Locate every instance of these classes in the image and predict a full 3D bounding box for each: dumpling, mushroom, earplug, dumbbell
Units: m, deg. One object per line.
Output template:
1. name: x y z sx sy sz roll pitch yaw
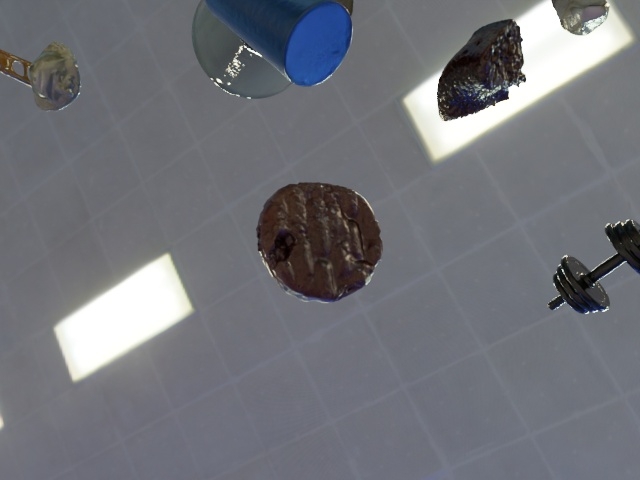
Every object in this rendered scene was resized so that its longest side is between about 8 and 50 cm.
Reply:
1. dumpling: -0.334 -0.204 0.810 0.057 0.052 0.076 23 -107 27
2. mushroom: 0.385 -0.343 0.941 0.084 0.209 0.071 0 -59 17
3. earplug: -0.088 -0.363 1.016 0.273 0.132 0.132 42 -76 31
4. dumbbell: 0.421 0.040 0.949 0.208 0.099 0.099 -45 -110 30

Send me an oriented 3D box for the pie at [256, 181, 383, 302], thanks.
1. pie: 0.000 0.000 0.720 0.038 0.153 0.154 -39 -112 57

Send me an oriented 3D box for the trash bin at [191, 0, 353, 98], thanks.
1. trash bin: -0.115 -0.457 1.352 0.280 0.432 0.281 -2 -84 -16

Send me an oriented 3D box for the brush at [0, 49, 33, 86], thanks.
1. brush: -0.518 -0.284 0.921 0.017 0.314 0.090 -11 -103 23

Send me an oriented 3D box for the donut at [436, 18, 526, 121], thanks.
1. donut: 0.274 -0.294 1.151 0.186 0.126 0.144 4 -50 56
